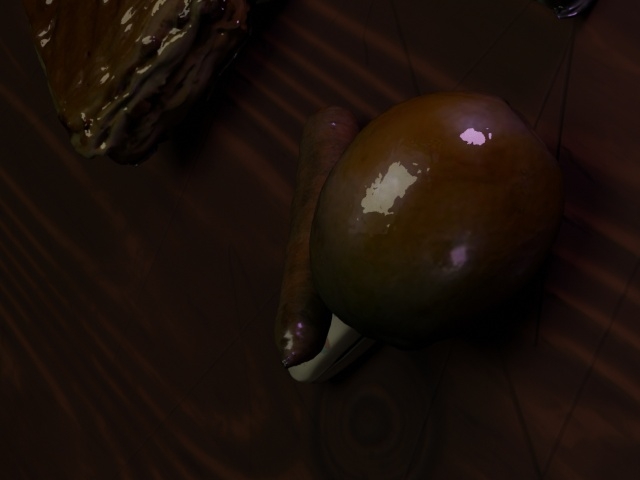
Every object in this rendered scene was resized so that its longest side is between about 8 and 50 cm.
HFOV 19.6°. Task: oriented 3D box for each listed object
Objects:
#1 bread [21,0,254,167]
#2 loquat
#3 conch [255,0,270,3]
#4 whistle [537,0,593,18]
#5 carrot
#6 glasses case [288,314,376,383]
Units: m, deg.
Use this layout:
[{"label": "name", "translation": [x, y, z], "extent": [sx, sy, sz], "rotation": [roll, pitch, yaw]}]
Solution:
[{"label": "bread", "translation": [-0.187, -0.271, 1.986], "extent": [0.277, 0.167, 0.324], "rotation": [-50, 50, 30]}, {"label": "loquat", "translation": [0.087, -0.016, 1.480], "extent": [0.227, 0.179, 0.179], "rotation": [-43, 43, 17]}, {"label": "conch", "translation": [-0.048, -0.279, 1.891], "extent": [0.085, 0.057, 0.076], "rotation": [-93, 8, -54]}, {"label": "whistle", "translation": [0.136, -0.278, 1.621], "extent": [0.057, 0.068, 0.326], "rotation": [-30, 37, -9]}, {"label": "carrot", "translation": [0.000, -0.001, 1.620], "extent": [0.070, 0.070, 0.342], "rotation": [-46, 22, 35]}, {"label": "glasses case", "translation": [0.034, 0.052, 1.641], "extent": [0.204, 0.051, 0.081], "rotation": [-47, 40, 33]}]
